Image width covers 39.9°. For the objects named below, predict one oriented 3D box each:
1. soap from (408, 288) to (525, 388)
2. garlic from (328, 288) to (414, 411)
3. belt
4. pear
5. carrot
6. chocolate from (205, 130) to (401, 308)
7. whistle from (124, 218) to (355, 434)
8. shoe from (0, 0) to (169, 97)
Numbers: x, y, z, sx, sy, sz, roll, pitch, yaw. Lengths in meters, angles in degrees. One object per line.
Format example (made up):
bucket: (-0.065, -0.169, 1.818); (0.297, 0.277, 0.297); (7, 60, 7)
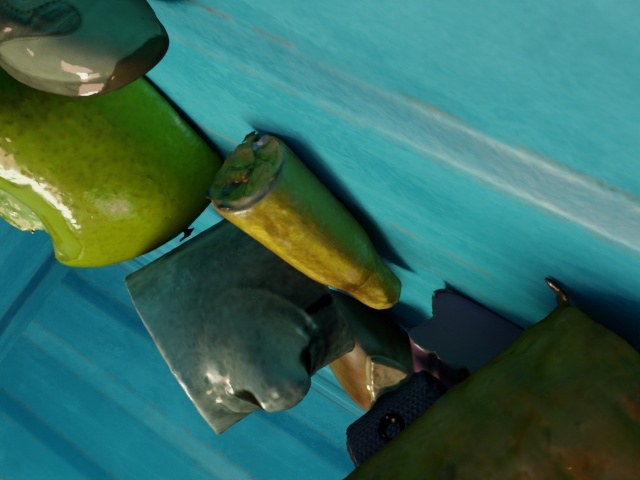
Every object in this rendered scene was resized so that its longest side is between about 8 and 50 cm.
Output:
soap: (0.153, 0.125, 0.867); (0.122, 0.065, 0.203); (30, 167, 16)
garlic: (0.035, 0.115, 1.073); (0.266, 0.128, 0.149); (36, 138, 44)
belt: (0.130, 0.213, 0.834); (0.230, 0.126, 0.140); (45, -169, -38)
pear: (-0.278, -0.112, 0.848); (0.286, 0.176, 0.282); (25, 163, 31)
carrot: (0.123, 0.223, 0.637); (0.224, 0.341, 0.224); (44, -177, -3)
chocolate: (0.000, 0.000, 0.771); (0.085, 0.086, 0.219); (20, 163, 48)
whistle: (-0.087, 0.079, 0.967); (0.188, 0.168, 0.405); (59, 173, -1)
shoe: (-0.216, -0.185, 0.582); (0.274, 0.103, 0.098); (28, 153, 17)
